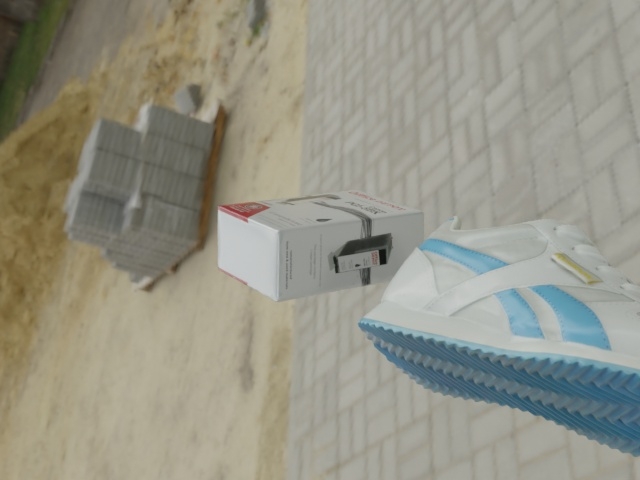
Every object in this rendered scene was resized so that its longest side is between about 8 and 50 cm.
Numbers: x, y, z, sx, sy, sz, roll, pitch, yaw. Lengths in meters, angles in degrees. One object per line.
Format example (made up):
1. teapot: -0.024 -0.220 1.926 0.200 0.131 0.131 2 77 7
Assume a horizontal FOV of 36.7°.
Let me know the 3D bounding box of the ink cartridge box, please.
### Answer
1. ink cartridge box: 0.000 0.000 0.759 0.099 0.135 0.056 22 116 54

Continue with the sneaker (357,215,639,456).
1. sneaker: 0.122 0.039 0.469 0.228 0.087 0.092 13 61 45
